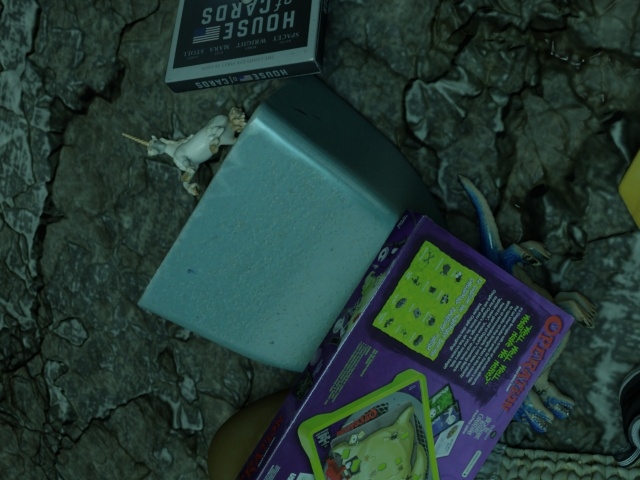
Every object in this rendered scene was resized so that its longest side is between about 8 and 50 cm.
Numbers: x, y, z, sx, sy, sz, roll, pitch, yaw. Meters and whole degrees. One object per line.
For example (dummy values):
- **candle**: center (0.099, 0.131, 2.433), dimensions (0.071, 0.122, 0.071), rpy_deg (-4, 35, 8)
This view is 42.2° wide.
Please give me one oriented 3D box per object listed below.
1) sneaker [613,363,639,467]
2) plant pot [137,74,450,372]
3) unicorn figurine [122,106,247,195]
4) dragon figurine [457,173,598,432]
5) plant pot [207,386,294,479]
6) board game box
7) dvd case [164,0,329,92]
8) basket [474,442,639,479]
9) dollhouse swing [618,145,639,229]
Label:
- **sneaker**: center (0.402, 0.149, 0.787), dimensions (0.268, 0.153, 0.101), rpy_deg (-34, 92, 36)
- **plant pot**: center (0.000, 0.000, 0.901), dimensions (0.252, 0.247, 0.248), rpy_deg (34, 112, -5)
- **unicorn figurine**: center (-0.155, -0.113, 1.024), dimensions (0.162, 0.111, 0.060), rpy_deg (-23, 133, 4)
- **dragon figurine**: center (0.200, 0.074, 0.909), dimensions (0.144, 0.085, 0.289), rpy_deg (-41, 85, 24)
- **plant pot**: center (-0.031, 0.268, 0.956), dimensions (0.254, 0.237, 0.237), rpy_deg (-8, 100, 59)
- **board game box**: center (0.073, 0.168, 0.790), dimensions (0.208, 0.056, 0.347), rpy_deg (33, 90, -19)
- **dvd case**: center (-0.073, -0.280, 0.911), dimensions (0.179, 0.029, 0.238), rpy_deg (-4, 66, 22)
- **basket**: center (0.275, 0.415, 0.819), dimensions (0.266, 0.331, 0.328), rpy_deg (-4, 100, 21)
- **dollhouse swing**: center (0.497, -0.147, 0.757), dimensions (0.347, 0.305, 0.315), rpy_deg (27, 68, 15)
